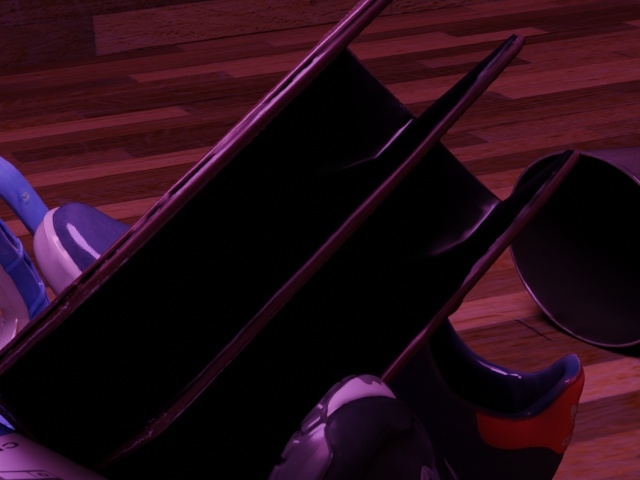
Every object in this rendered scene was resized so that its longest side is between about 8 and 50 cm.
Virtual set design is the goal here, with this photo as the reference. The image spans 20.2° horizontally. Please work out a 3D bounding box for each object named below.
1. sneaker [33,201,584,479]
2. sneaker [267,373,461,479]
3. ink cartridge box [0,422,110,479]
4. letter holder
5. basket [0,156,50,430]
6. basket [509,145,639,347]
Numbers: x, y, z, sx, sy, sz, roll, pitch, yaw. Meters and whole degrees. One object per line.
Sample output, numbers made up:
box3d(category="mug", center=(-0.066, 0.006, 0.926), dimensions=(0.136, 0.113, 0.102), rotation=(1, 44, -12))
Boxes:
box3d(category="sneaker", center=(0.002, 0.042, 1.093), dimensions=(0.350, 0.148, 0.131), rotation=(29, 19, -7))
box3d(category="sneaker", center=(0.062, 0.151, 0.857), dimensions=(0.124, 0.107, 0.283), rotation=(26, -10, 24))
box3d(category="ink cartridge box", center=(-0.183, 0.222, 0.770), dimensions=(0.285, 0.166, 0.395), rotation=(-17, 22, -37))
box3d(category="letter holder", center=(0.000, 0.000, 0.905), dimensions=(0.302, 0.152, 0.214), rotation=(-47, 3, -27))
box3d(category="basket", center=(-0.259, 0.050, 1.225), dimensions=(0.289, 0.254, 0.201), rotation=(-14, 41, 29))
box3d(category="basket", center=(0.304, -0.010, 1.466), dimensions=(0.227, 0.154, 0.204), rotation=(-10, 18, -31))
